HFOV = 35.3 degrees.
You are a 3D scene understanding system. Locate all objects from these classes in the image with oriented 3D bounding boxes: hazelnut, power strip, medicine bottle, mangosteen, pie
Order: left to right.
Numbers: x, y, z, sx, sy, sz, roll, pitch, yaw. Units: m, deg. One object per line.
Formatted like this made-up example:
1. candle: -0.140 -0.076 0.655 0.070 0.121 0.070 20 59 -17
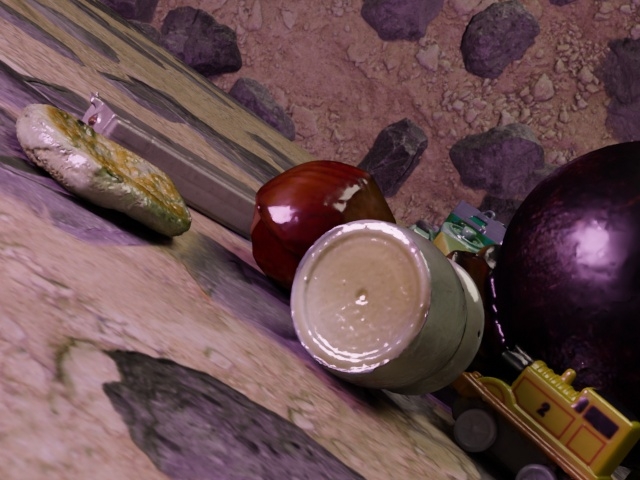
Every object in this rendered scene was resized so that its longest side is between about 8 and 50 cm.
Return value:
1. pie: -0.200 -0.065 0.938 0.187 0.041 0.187 36 7 -5
2. power strip: -0.164 -0.080 1.172 0.272 0.052 0.078 32 8 -36
3. hazelnut: 0.005 0.004 1.101 0.202 0.160 0.170 84 -19 -47
4. medicine bottle: 0.063 0.064 0.918 0.147 0.147 0.143 40 7 31
5. mangosteen: 0.327 0.073 1.142 0.435 0.382 0.382 -3 -14 29

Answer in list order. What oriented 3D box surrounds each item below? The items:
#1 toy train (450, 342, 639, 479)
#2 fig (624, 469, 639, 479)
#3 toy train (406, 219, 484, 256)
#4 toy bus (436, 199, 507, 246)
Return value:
1. toy train: 0.215 0.179 0.968 0.219 0.127 0.089 41 8 30
2. fig: 0.402 0.302 1.210 0.074 0.088 0.074 19 6 -2
3. toy train: 0.288 0.123 1.601 0.397 0.160 0.253 34 14 -8
4. toy bus: 0.361 0.089 1.936 0.343 0.199 0.183 31 6 -36
